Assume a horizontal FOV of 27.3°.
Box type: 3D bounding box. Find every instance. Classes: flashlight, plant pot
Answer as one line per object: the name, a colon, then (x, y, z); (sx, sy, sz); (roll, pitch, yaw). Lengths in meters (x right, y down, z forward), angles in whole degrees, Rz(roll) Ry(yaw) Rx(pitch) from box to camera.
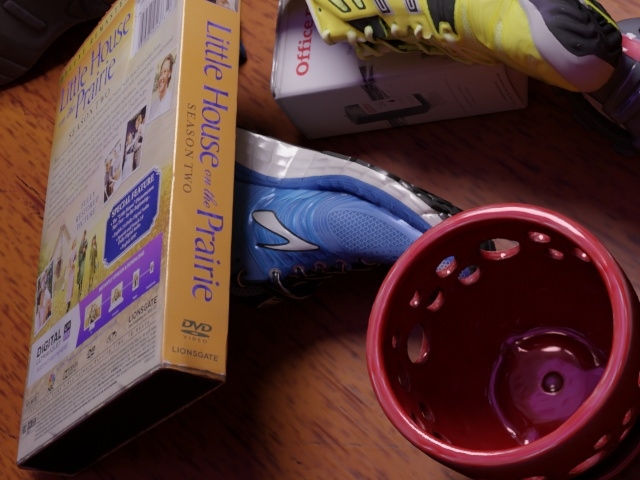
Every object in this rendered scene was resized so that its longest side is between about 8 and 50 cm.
flashlight: (0.324, -0.208, 1.073); (0.103, 0.103, 0.304); (40, 88, 30)
plant pot: (0.149, 0.089, 0.960); (0.191, 0.174, 0.191); (-9, 67, 21)

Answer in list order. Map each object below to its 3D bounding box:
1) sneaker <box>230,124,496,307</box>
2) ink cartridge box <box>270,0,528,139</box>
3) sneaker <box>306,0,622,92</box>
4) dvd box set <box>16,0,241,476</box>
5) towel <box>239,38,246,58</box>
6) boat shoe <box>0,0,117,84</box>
sneaker: (0.000, 0.000, 1.133); (0.330, 0.130, 0.147); (17, 88, 35)
ink cartridge box: (0.074, -0.190, 1.193); (0.218, 0.092, 0.158); (-5, 63, 22)
sneaker: (0.084, -0.200, 1.075); (0.385, 0.145, 0.147); (40, 104, 40)
dvd box set: (-0.169, -0.033, 1.160); (0.307, 0.062, 0.420); (-36, 46, 49)
towel: (-0.105, -0.238, 1.320); (0.029, 0.067, 0.119); (-19, 58, 19)
boat shoe: (-0.275, -0.298, 1.374); (0.355, 0.132, 0.130); (-25, 49, 26)
